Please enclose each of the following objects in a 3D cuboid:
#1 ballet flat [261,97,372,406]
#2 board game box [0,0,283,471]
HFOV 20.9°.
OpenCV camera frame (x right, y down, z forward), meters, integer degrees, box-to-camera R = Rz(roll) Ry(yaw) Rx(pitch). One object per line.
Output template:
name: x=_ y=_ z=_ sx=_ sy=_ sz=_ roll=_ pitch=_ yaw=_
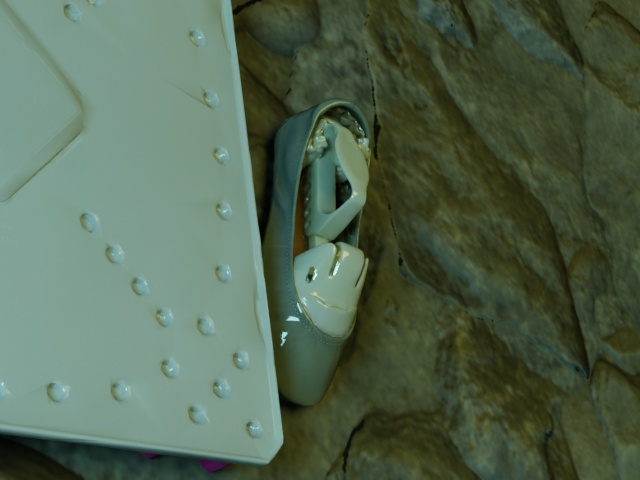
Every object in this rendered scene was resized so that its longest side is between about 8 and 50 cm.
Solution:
ballet flat: x=0.000 y=0.000 z=1.110 sx=0.072 sy=0.068 sz=0.213 roll=26 pitch=51 yaw=-34
board game box: x=-0.200 y=-0.076 z=0.957 sx=0.390 sy=0.050 sz=0.390 roll=14 pitch=58 yaw=-42
